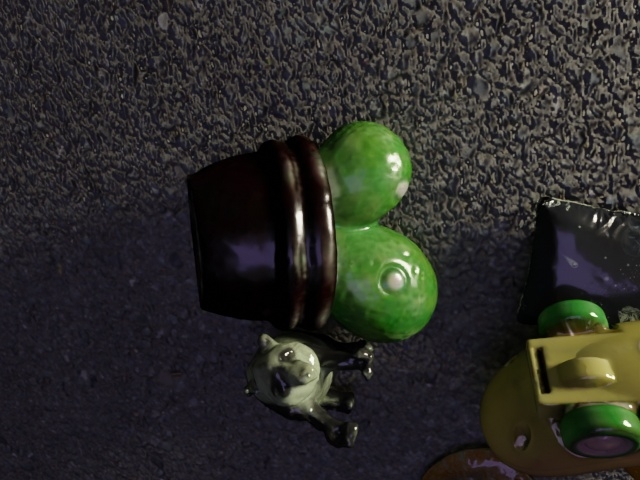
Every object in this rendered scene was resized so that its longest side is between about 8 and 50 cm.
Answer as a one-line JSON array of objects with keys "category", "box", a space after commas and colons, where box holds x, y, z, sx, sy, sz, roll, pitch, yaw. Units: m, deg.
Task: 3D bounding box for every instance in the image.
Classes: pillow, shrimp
[{"category": "pillow", "box": [0.304, 0.036, 0.485, 0.208, 0.055, 0.141, 6, 102, 7]}, {"category": "shrimp", "box": [0.207, 0.350, 0.608, 0.152, 0.046, 0.219, -32, 96, 18]}]

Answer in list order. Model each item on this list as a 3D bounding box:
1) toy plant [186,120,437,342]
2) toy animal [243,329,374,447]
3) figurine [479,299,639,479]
[{"category": "toy plant", "box": [0.000, 0.000, 0.479, 0.235, 0.175, 0.218, -5, 102, -14]}, {"category": "toy animal", "box": [-0.013, 0.133, 0.501, 0.121, 0.225, 0.094, 16, 84, 5]}, {"category": "figurine", "box": [0.313, 0.159, 0.460, 0.325, 0.124, 0.222, -9, 132, 18]}]
